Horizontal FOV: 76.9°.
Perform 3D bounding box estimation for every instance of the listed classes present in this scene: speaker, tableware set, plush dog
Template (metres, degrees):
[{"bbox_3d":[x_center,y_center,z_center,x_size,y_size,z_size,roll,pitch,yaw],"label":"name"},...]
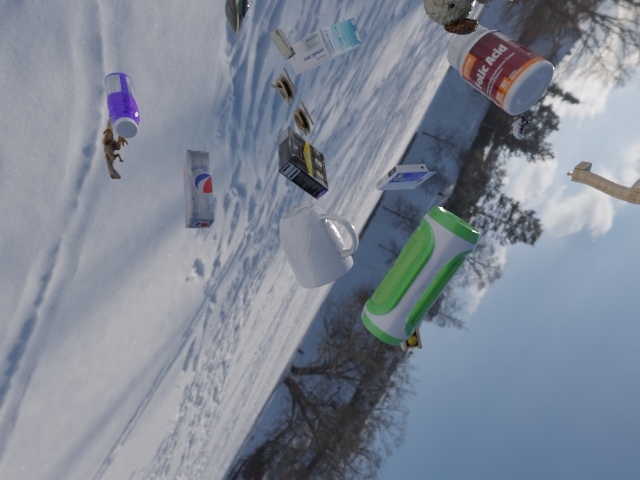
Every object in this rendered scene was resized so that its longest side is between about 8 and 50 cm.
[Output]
[{"bbox_3d":[0.208,0.078,0.865,0.297,0.131,0.131,-59,175,17],"label":"speaker"},{"bbox_3d":[-0.090,-0.408,1.223,0.039,0.194,0.128,-29,-176,-12],"label":"tableware set"},{"bbox_3d":[0.355,-0.649,0.995,0.225,0.262,0.210,-38,-175,30],"label":"plush dog"}]

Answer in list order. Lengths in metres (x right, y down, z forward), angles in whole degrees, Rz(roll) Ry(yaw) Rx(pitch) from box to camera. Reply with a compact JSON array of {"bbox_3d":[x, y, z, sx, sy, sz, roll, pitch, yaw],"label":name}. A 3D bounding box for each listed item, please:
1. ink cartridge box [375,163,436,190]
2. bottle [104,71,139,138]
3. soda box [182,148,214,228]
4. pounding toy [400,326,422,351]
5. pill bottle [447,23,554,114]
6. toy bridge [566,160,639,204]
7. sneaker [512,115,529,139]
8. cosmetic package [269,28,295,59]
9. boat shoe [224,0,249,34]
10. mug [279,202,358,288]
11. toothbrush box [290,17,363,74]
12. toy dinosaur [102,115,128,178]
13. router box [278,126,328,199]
[{"bbox_3d":[0.392,-0.289,1.862,0.206,0.208,0.045,139,-55,-66],"label":"ink cartridge box"},{"bbox_3d":[-0.667,-0.453,1.360,0.092,0.283,0.118,-14,144,-17],"label":"bottle"},{"bbox_3d":[-0.462,-0.193,1.519,0.098,0.091,0.287,-37,-123,55],"label":"soda box"},{"bbox_3d":[0.389,0.308,1.662,0.154,0.154,0.270,115,-33,-82],"label":"pounding toy"},{"bbox_3d":[0.723,-0.716,1.658,0.223,0.392,0.224,-25,148,-17],"label":"pill bottle"},{"bbox_3d":[0.438,-0.071,0.550,0.063,0.188,0.026,-29,127,-32],"label":"toy bridge"},{"bbox_3d":[0.774,-0.439,1.546,0.069,0.038,0.098,127,-26,-53],"label":"sneaker"},{"bbox_3d":[-0.156,-0.814,1.672,0.041,0.115,0.060,-26,-161,26],"label":"cosmetic package"},{"bbox_3d":[-0.265,-0.767,1.312,0.073,0.080,0.223,-30,173,-15],"label":"boat shoe"},{"bbox_3d":[0.000,0.000,1.813,0.373,0.328,0.276,-13,-160,36],"label":"mug"},{"bbox_3d":[0.020,-0.881,1.832,0.216,0.126,0.295,-6,-152,43],"label":"toothbrush box"},{"bbox_3d":[-0.588,-0.279,1.124,0.112,0.064,0.212,-17,-105,46],"label":"toy dinosaur"},{"bbox_3d":[-0.084,-0.368,1.900,0.081,0.242,0.309,-38,-144,27],"label":"router box"}]
